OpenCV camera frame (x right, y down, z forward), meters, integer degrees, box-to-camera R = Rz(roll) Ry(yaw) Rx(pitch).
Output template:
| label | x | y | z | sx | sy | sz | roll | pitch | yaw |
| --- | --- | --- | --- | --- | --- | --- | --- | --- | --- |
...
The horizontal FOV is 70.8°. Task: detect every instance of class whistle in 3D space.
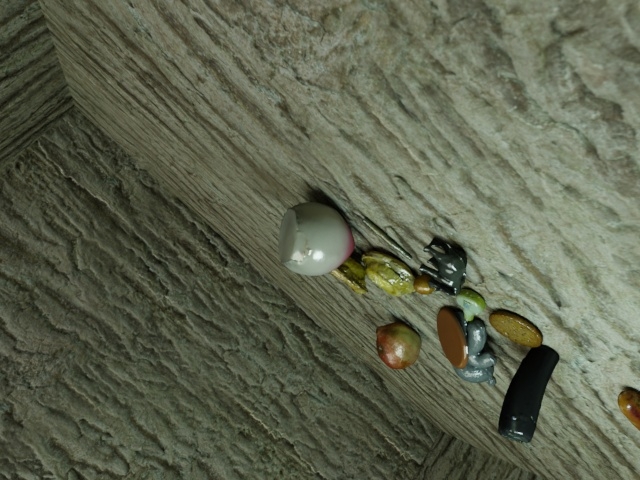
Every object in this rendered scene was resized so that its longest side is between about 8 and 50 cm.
| label | x | y | z | sx | sy | sz | roll | pitch | yaw |
| --- | --- | --- | --- | --- | --- | --- | --- | --- | --- |
| whistle | 0.537 | 0.243 | 1.627 | 0.104 | 0.057 | 0.198 | 29 | 158 | 28 |

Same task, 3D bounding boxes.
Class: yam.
| label | x | y | z | sx | sy | sz | roll | pitch | yaw |
| --- | --- | --- | --- | --- | --- | --- | --- | --- | --- |
| yam | 0.247 | -0.005 | 1.650 | 0.234 | 0.029 | 0.027 | 39 | -157 | -4 |

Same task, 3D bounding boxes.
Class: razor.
| label | x | y | z | sx | sy | sz | roll | pitch | yaw |
| --- | --- | --- | --- | --- | --- | --- | --- | --- | --- |
| razor | 0.709 | 0.524 | 1.547 | 0.107 | 0.326 | 0.189 | 25 | 158 | 18 |

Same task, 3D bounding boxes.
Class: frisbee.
| label | x | y | z | sx | sy | sz | roll | pitch | yaw |
| --- | --- | --- | --- | --- | --- | --- | --- | --- | --- |
| frisbee | 0.525 | 0.390 | 1.806 | 0.251 | 0.021 | 0.250 | 169 | 90 | -81 |

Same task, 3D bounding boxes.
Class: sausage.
| label | x | y | z | sx | sy | sz | roll | pitch | yaw |
| --- | --- | --- | --- | --- | --- | --- | --- | --- | --- |
| sausage | 1.051 | 0.580 | 1.420 | 0.302 | 0.076 | 0.103 | 38 | 154 | -1 |

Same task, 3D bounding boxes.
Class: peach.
| label | x | y | z | sx | sy | sz | roll | pitch | yaw |
| --- | --- | --- | --- | --- | --- | --- | --- | --- | --- |
| peach | 0.384 | 0.526 | 2.304 | 0.257 | 0.232 | 0.232 | 30 | 162 | -5 |

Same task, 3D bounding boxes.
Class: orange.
| label | x | y | z | sx | sy | sz | roll | pitch | yaw |
| --- | --- | --- | --- | --- | --- | --- | --- | --- | --- |
| orange | 0.392 | 0.168 | 1.696 | 0.085 | 0.085 | 0.085 | 34 | 161 | 14 |

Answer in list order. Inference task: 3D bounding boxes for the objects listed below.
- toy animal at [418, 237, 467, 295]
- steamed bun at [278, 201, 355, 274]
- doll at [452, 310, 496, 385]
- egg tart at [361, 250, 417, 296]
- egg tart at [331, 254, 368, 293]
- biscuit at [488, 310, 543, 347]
| label | x | y | z | sx | sy | sz | roll | pitch | yaw |
| --- | --- | --- | --- | --- | --- | --- | --- | --- | --- |
| toy animal | 0.399 | 0.101 | 1.469 | 0.146 | 0.114 | 0.245 | 30 | 160 | 25 |
| steamed bun | 0.000 | 0.000 | 1.765 | 0.309 | 0.309 | 0.309 | 34 | 161 | 14 |
| doll | 0.623 | 0.428 | 1.806 | 0.246 | 0.158 | 0.340 | 30 | 134 | 56 |
| egg tart | 0.274 | 0.146 | 1.837 | 0.279 | 0.095 | 0.279 | 34 | 162 | 13 |
| egg tart | 0.109 | 0.114 | 1.966 | 0.295 | 0.116 | 0.295 | 42 | -179 | -1 |
| biscuit | 0.676 | 0.306 | 1.561 | 0.188 | 0.027 | 0.188 | 33 | 160 | 13 |
